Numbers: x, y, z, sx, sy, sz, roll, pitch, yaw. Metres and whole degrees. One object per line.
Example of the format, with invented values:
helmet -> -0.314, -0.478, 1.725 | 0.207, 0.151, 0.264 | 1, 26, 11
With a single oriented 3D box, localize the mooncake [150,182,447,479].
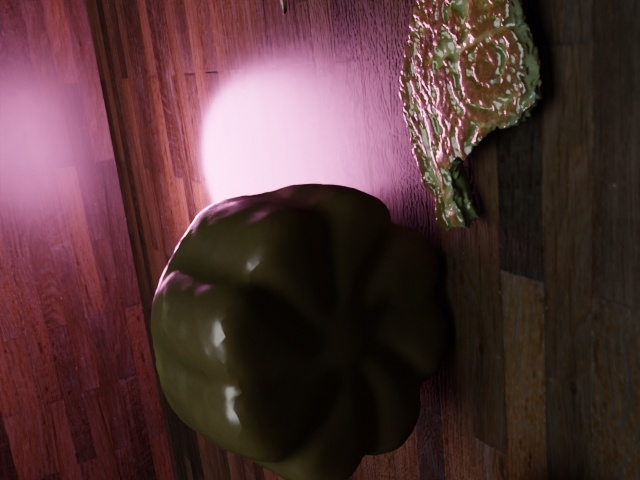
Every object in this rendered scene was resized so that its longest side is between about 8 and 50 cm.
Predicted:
mooncake -> -0.012, 0.112, 0.864 | 0.201, 0.378, 0.378 | 12, 113, 53

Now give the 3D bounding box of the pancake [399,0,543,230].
pancake -> 0.167, -0.181, 0.728 | 0.197, 0.054, 0.376 | 46, 142, 44

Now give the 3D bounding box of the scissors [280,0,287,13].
scissors -> -0.075, -0.499, 1.030 | 0.109, 0.022, 0.300 | 15, 117, 62
